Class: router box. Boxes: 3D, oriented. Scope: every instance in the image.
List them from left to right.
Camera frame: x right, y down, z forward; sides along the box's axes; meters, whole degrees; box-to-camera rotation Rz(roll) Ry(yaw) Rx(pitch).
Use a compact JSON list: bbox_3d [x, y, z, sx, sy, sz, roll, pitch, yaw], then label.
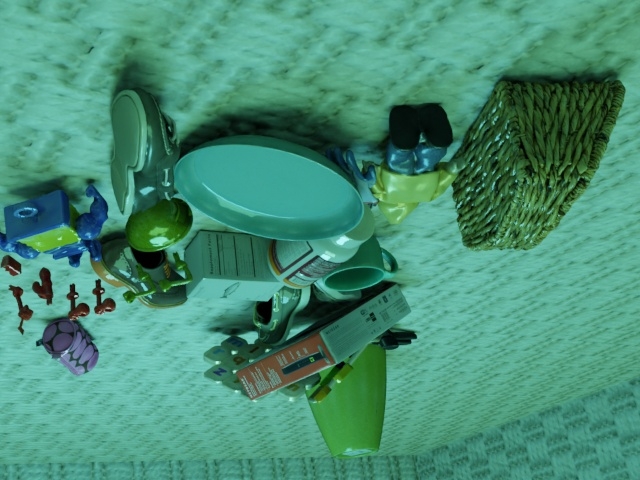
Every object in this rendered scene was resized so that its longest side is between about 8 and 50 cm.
[{"bbox_3d":[0.010,0.240,2.025,0.301,0.082,0.335,-30,178,39],"label":"router box"}]

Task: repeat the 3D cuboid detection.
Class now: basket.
[{"bbox_3d":[0.367,-0.103,1.398,0.223,0.213,0.299,-2,156,-12],"label":"basket"}]

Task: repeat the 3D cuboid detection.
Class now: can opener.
[{"bbox_3d":[0.206,0.280,2.403,0.059,0.073,0.186,-34,156,30],"label":"can opener"}]

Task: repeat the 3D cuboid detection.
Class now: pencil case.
[{"bbox_3d":[-0.596,0.261,2.034,0.095,0.098,0.209,-9,157,1],"label":"pencil case"}]

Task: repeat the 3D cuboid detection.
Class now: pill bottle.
[{"bbox_3d":[0.000,0.000,1.619,0.121,0.121,0.221,8,152,-33],"label":"pill bottle"}]

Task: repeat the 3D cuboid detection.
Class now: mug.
[{"bbox_3d":[0.070,0.039,1.760,0.129,0.097,0.158,-22,154,27],"label":"mug"}]

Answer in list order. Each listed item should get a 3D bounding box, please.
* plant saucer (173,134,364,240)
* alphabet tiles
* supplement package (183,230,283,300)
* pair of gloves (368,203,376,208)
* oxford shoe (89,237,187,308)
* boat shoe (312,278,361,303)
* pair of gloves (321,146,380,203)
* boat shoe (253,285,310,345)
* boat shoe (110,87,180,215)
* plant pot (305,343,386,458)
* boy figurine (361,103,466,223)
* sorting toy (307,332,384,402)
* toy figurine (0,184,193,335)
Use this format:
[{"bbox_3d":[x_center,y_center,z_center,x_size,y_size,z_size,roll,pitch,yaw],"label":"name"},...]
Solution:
[{"bbox_3d":[-0.082,-0.088,1.401,0.318,0.043,0.317,9,156,4],"label":"plant saucer"},{"bbox_3d":[-0.148,0.321,2.148,0.284,0.021,0.278,20,-154,26],"label":"alphabet tiles"},{"bbox_3d":[-0.171,0.053,1.701,0.179,0.105,0.105,5,154,-27],"label":"supplement package"},{"bbox_3d":[0.130,-0.080,1.621,0.083,0.010,0.074,-2,156,-12],"label":"pair of gloves"},{"bbox_3d":[-0.331,0.066,1.694,0.098,0.097,0.271,-25,152,20],"label":"oxford shoe"},{"bbox_3d":[0.020,0.109,1.912,0.076,0.083,0.226,-24,154,17],"label":"boat shoe"},{"bbox_3d":[0.010,-0.103,1.416,0.198,0.023,0.159,4,152,30],"label":"pair of gloves"},{"bbox_3d":[-0.106,0.155,1.957,0.091,0.109,0.305,1,149,-19],"label":"boat shoe"},{"bbox_3d":[-0.252,-0.136,1.265,0.095,0.112,0.335,-18,166,-22],"label":"boat shoe"},{"bbox_3d":[0.084,0.489,2.537,0.275,0.293,0.275,-7,156,-3],"label":"plant pot"},{"bbox_3d":[0.155,-0.117,1.447,0.177,0.092,0.285,-5,157,-4],"label":"boy figurine"},{"bbox_3d":[0.056,0.305,2.083,0.229,0.041,0.307,-46,174,5],"label":"sorting toy"},{"bbox_3d":[-0.415,0.001,1.415,0.362,0.191,0.217,-15,151,11],"label":"toy figurine"}]
